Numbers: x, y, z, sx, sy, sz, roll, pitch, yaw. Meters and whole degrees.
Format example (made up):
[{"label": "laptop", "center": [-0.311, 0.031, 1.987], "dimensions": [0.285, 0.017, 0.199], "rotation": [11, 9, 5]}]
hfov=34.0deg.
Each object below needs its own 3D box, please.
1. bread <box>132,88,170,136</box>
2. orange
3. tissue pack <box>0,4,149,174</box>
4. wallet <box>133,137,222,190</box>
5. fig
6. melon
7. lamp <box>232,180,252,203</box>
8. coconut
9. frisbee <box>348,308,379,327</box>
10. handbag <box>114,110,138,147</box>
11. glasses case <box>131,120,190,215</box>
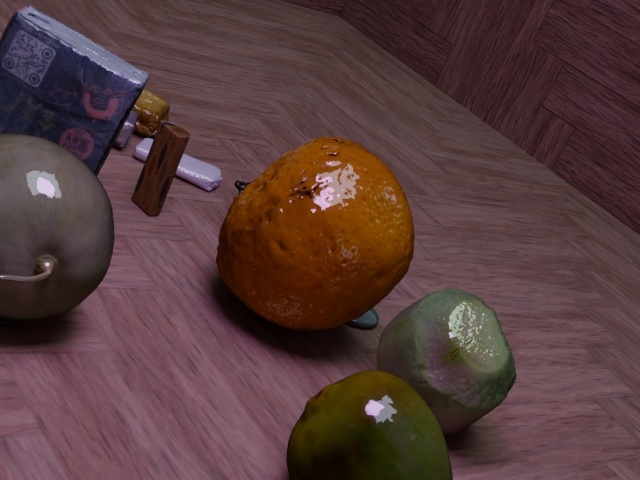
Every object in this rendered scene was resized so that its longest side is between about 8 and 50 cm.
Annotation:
[{"label": "bread", "center": [-0.437, -0.300, 2.300], "dimensions": [0.211, 0.083, 0.114], "rotation": [24, 27, -2]}, {"label": "orange", "center": [0.000, 0.000, 1.768], "dimensions": [0.293, 0.341, 0.340], "rotation": [48, 18, -14]}, {"label": "tissue pack", "center": [-0.447, -0.184, 1.684], "dimensions": [0.228, 0.315, 0.103], "rotation": [30, 18, -7]}, {"label": "wallet", "center": [-0.296, -0.160, 2.201], "dimensions": [0.190, 0.033, 0.095], "rotation": [23, 23, -3]}, {"label": "fig", "center": [0.064, 0.290, 1.362], "dimensions": [0.207, 0.207, 0.230], "rotation": [-12, 76, -57]}, {"label": "melon", "center": [-0.418, -0.024, 1.463], "dimensions": [0.272, 0.271, 0.308], "rotation": [-3, 43, -50]}, {"label": "lamp", "center": [-0.098, -0.081, 2.137], "dimensions": [0.253, 0.118, 0.118], "rotation": [-4, 36, -45]}, {"label": "coconut", "center": [0.200, 0.201, 1.688], "dimensions": [0.236, 0.236, 0.204], "rotation": [26, 55, 3]}, {"label": "frisbee", "center": [0.058, 0.129, 1.944], "dimensions": [0.110, 0.014, 0.110], "rotation": [21, 21, -9]}, {"label": "handbag", "center": [-0.471, -0.265, 2.186], "dimensions": [0.173, 0.095, 0.117], "rotation": [29, 15, -12]}, {"label": "glasses case", "center": [-0.296, -0.134, 1.953], "dimensions": [0.041, 0.169, 0.065], "rotation": [-3, 34, -49]}]
